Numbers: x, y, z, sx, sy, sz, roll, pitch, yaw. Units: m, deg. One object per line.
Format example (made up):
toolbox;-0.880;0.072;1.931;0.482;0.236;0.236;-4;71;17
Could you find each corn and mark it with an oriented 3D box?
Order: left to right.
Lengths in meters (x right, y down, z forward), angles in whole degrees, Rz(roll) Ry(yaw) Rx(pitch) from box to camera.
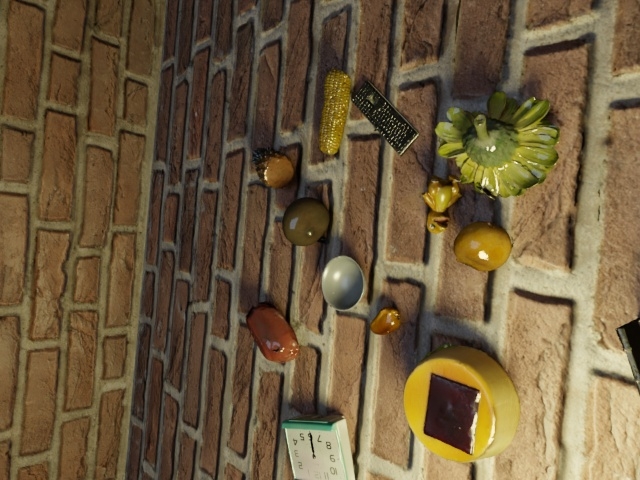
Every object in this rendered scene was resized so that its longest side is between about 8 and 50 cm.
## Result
corn;0.051;-0.465;1.510;0.102;0.102;0.312;15;99;43

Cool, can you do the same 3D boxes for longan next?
longan;-0.056;-0.071;1.530;0.189;0.189;0.189;-5;83;43

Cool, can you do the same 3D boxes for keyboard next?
keyboard;0.209;-0.420;1.404;0.106;0.027;0.317;-50;56;28

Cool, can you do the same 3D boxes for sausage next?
sausage;-0.190;0.363;1.632;0.279;0.152;0.152;49;118;33

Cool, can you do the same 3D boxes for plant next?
plant;0.442;-0.227;1.063;0.306;0.297;0.261;2;119;28

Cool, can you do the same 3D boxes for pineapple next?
pineapple;-0.223;-0.318;1.730;0.279;0.158;0.157;40;114;52

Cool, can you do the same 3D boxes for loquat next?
loquat;0.425;0.013;1.086;0.141;0.141;0.140;-5;83;43

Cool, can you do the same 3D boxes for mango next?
mango;0.209;0.261;1.321;0.127;0.063;0.077;-47;62;37

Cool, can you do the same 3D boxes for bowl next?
bowl;0.098;0.147;1.420;0.189;0.086;0.188;-7;80;42

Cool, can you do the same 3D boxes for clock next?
clock;0.004;0.737;1.449;0.262;0.116;0.231;-20;78;42

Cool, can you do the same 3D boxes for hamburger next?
hamburger;0.363;0.418;1.082;0.300;0.176;0.299;-6;81;42

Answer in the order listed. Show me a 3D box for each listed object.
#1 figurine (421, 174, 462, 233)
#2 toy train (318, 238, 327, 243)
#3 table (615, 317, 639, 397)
figurine;0.342;-0.109;1.218;0.122;0.122;0.175;-130;40;-72
toy train;0.000;0.000;1.571;0.083;0.017;0.017;17;101;43
table;0.701;0.217;0.706;0.251;0.282;0.196;-19;73;40
